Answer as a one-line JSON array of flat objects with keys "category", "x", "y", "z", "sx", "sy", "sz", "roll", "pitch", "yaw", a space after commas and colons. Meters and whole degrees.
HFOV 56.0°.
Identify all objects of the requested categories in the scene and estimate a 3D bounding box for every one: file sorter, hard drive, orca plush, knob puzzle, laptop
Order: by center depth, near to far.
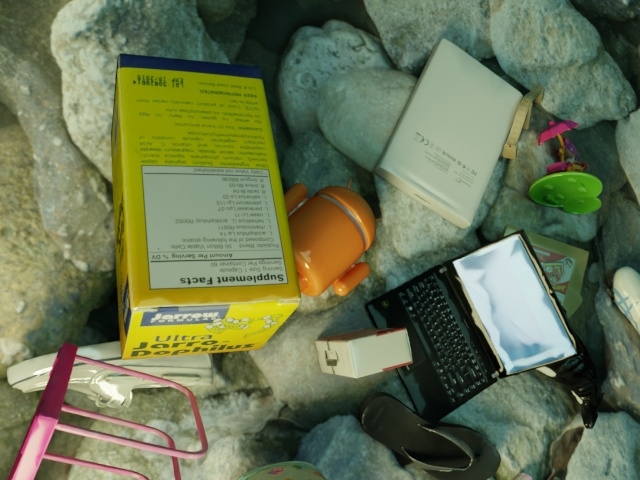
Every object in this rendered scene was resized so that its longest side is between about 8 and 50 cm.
[{"category": "file sorter", "x": -0.272, "y": 0.308, "z": 0.694, "sx": 0.182, "sy": 0.202, "sz": 0.290, "roll": 22, "pitch": 93, "yaw": -20}, {"category": "laptop", "x": 0.255, "y": 0.148, "z": 1.004, "sx": 0.264, "sy": 0.136, "sz": 0.234, "roll": -25, "pitch": 88, "yaw": -23}, {"category": "orca plush", "x": 0.413, "y": 0.206, "z": 1.056, "sx": 0.151, "sy": 0.102, "sz": 0.287, "roll": -29, "pitch": 92, "yaw": -8}, {"category": "knob puzzle", "x": 0.395, "y": 0.088, "z": 1.126, "sx": 0.213, "sy": 0.030, "sz": 0.213, "roll": 0, "pitch": 88, "yaw": -8}, {"category": "hard drive", "x": 0.247, "y": -0.204, "z": 1.129, "sx": 0.203, "sy": 0.040, "sz": 0.307, "roll": 31, "pitch": 70, "yaw": -12}]

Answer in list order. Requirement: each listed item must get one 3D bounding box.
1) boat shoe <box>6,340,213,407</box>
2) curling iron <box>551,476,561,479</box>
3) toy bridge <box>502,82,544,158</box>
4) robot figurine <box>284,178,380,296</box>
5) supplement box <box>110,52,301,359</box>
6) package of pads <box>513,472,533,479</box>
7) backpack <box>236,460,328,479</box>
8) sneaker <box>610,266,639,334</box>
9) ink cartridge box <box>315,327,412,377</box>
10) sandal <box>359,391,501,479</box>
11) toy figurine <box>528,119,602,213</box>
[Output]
[{"category": "boat shoe", "x": -0.277, "y": 0.186, "z": 0.824, "sx": 0.267, "sy": 0.096, "sz": 0.088, "roll": -3, "pitch": 75, "yaw": -30}, {"category": "curling iron", "x": 0.336, "y": 0.510, "z": 1.014, "sx": 0.274, "sy": 0.035, "sz": 0.068, "roll": -42, "pitch": 95, "yaw": -23}, {"category": "toy bridge", "x": 0.399, "y": -0.246, "z": 1.174, "sx": 0.026, "sy": 0.063, "sz": 0.188, "roll": 18, "pitch": 60, "yaw": 25}, {"category": "robot figurine", "x": 0.001, "y": 0.002, "z": 0.947, "sx": 0.158, "sy": 0.128, "sz": 0.219, "roll": 35, "pitch": 64, "yaw": 27}, {"category": "supplement box", "x": -0.171, "y": -0.043, "z": 0.809, "sx": 0.194, "sy": 0.195, "sz": 0.356, "roll": 0, "pitch": 64, "yaw": -22}, {"category": "package of pads", "x": 0.338, "y": 0.445, "z": 1.031, "sx": 0.083, "sy": 0.032, "sz": 0.050, "roll": -37, "pitch": 94, "yaw": -23}, {"category": "backpack", "x": -0.051, "y": 0.400, "z": 0.826, "sx": 0.166, "sy": 0.144, "sz": 0.188, "roll": -1, "pitch": 102, "yaw": -19}, {"category": "sneaker", "x": 0.656, "y": 0.154, "z": 1.185, "sx": 0.085, "sy": 0.086, "sz": 0.237, "roll": -27, "pitch": 88, "yaw": -22}, {"category": "ink cartridge box", "x": 0.064, "y": 0.171, "z": 0.930, "sx": 0.099, "sy": 0.135, "sz": 0.056, "roll": -9, "pitch": 85, "yaw": -22}, {"category": "sandal", "x": 0.178, "y": 0.332, "z": 0.971, "sx": 0.254, "sy": 0.054, "sz": 0.097, "roll": 25, "pitch": 90, "yaw": -11}, {"category": "toy figurine", "x": 0.486, "y": -0.156, "z": 1.184, "sx": 0.173, "sy": 0.130, "sz": 0.159, "roll": 26, "pitch": 59, "yaw": -37}]
